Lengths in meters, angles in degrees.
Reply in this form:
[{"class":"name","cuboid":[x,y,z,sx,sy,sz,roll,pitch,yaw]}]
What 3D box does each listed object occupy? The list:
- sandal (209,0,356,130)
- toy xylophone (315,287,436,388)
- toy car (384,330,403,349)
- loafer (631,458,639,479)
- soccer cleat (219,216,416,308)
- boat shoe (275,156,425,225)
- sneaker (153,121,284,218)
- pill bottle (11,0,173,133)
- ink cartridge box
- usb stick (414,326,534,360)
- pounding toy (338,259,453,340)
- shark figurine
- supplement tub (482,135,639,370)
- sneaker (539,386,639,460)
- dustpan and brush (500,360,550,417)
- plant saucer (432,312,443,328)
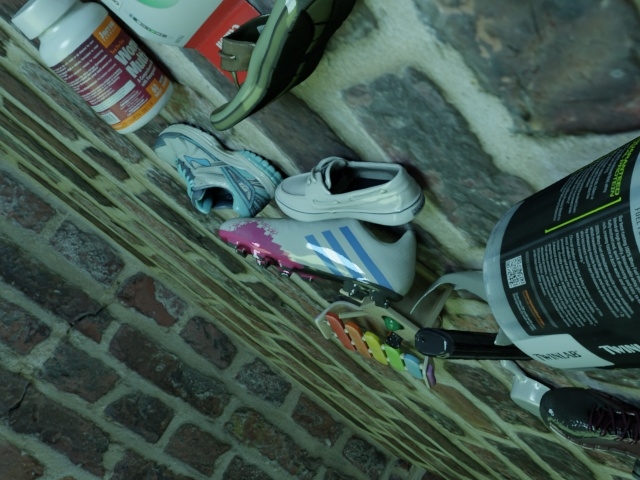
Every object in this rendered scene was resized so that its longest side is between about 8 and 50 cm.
[{"class":"sandal","cuboid":[-0.056,-0.217,0.657,0.086,0.120,0.303,52,150,-2]},{"class":"toy xylophone","cuboid":[0.131,0.225,1.409,0.323,0.081,0.236,18,154,36]},{"class":"toy car","cuboid":[0.200,0.206,1.258,0.122,0.060,0.040,12,-163,5]},{"class":"loafer","cuboid":[0.697,0.431,1.063,0.096,0.084,0.268,8,177,-29]},{"class":"soccer cleat","cuboid":[0.000,0.000,0.980,0.331,0.143,0.116,18,168,12]},{"class":"boat shoe","cuboid":[0.027,-0.083,0.862,0.258,0.095,0.084,3,141,37]},{"class":"sneaker","cuboid":[-0.209,-0.120,1.066,0.283,0.122,0.110,23,157,27]},{"class":"pill bottle","cuboid":[-0.341,-0.278,0.903,0.121,0.121,0.221,10,150,48]},{"class":"ink cartridge box","cuboid":[-0.169,-0.281,0.741,0.225,0.056,0.181,43,158,-20]},{"class":"usb stick","cuboid":[0.261,0.172,0.969,0.278,0.045,0.077,12,173,-41]},{"class":"pounding toy","cuboid":[0.131,0.109,1.051,0.130,0.141,0.100,36,160,-6]},{"class":"shark figurine","cuboid":[0.262,0.103,0.887,0.278,0.116,0.166,20,155,29]},{"class":"supplement tub","cuboid":[0.293,0.007,0.496,0.194,0.193,0.316,35,161,-3]},{"class":"sneaker","cuboid":[0.522,0.297,0.979,0.282,0.106,0.162,18,152,12]},{"class":"dustpan and brush","cuboid":[0.419,0.296,1.192,0.211,0.060,0.147,33,166,-20]},{"class":"plant saucer","cuboid":[0.172,0.121,1.182,0.169,0.029,0.168,29,159,12]}]
